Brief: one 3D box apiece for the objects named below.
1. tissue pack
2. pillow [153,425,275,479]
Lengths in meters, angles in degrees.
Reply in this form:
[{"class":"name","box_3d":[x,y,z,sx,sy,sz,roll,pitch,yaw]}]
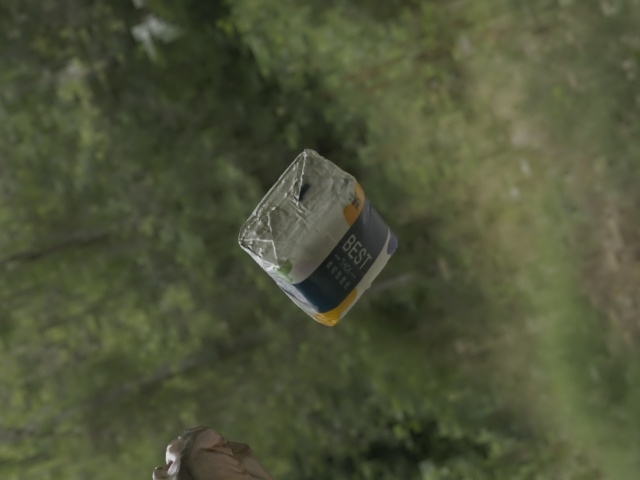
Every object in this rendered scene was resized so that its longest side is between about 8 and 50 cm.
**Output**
[{"class":"tissue pack","box_3d":[0.000,0.000,0.998,0.042,0.062,0.083,36,172,30]},{"class":"pillow","box_3d":[-0.013,0.178,0.829,0.173,0.067,0.270,62,173,22]}]
